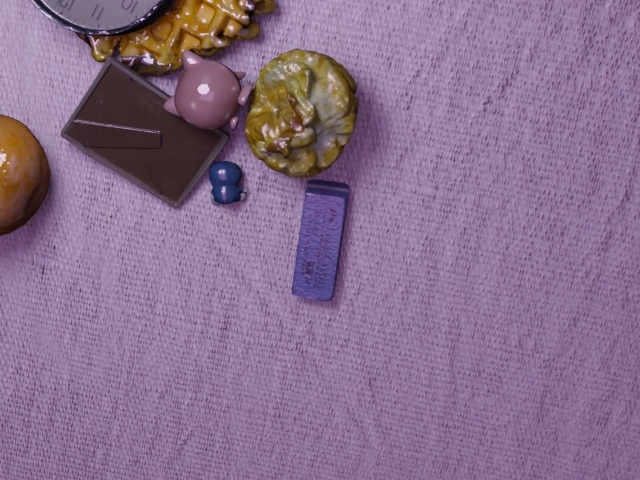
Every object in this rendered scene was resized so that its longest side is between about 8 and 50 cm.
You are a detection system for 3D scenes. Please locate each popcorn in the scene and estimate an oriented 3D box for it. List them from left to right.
[{"bbox_3d":[-0.036,-0.222,1.586,0.204,0.184,0.221,29,108,39],"label":"popcorn"}]

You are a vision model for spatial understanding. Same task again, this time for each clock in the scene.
[{"bbox_3d":[-0.375,-0.498,1.522,0.313,0.061,0.312,2,107,7],"label":"clock"}]

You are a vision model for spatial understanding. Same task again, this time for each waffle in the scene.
[{"bbox_3d":[-0.283,-0.487,1.586,0.382,0.095,0.379,-13,107,10],"label":"waffle"}]

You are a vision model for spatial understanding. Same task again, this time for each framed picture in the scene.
[{"bbox_3d":[-0.321,-0.191,1.657,0.260,0.023,0.189,33,115,-14],"label":"framed picture"}]

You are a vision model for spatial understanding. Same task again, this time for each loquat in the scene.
[{"bbox_3d":[-0.606,-0.121,1.651,0.238,0.193,0.238,1,86,-12],"label":"loquat"}]

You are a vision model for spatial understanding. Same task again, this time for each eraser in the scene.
[{"bbox_3d":[0.000,0.000,1.712,0.082,0.036,0.225,10,104,4],"label":"eraser"}]

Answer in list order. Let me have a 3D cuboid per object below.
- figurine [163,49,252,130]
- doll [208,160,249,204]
[{"bbox_3d":[-0.195,-0.255,1.585,0.138,0.125,0.125,24,104,1],"label":"figurine"},{"bbox_3d":[-0.173,-0.107,1.695,0.076,0.050,0.083,-5,101,1],"label":"doll"}]
